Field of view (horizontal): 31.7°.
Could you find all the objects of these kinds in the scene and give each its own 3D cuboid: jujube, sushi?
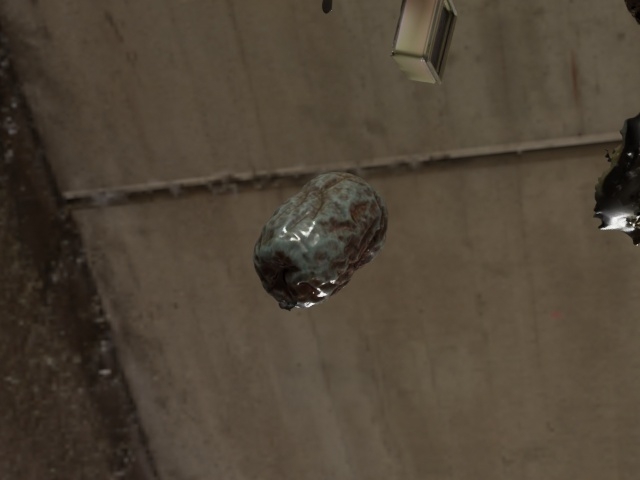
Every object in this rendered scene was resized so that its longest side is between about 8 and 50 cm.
[{"bbox_3d":[0.000,0.000,2.281,0.317,0.226,0.226,-47,136,-39],"label":"jujube"},{"bbox_3d":[0.510,-0.065,1.526,0.219,0.238,0.225,44,-33,42],"label":"sushi"}]

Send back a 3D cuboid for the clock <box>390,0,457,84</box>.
[{"bbox_3d":[0.187,-0.371,2.009,0.192,0.071,0.146,25,78,-75],"label":"clock"}]

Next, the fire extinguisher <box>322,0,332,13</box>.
[{"bbox_3d":[0.038,-0.459,1.910,0.267,0.072,0.089,-67,166,-61],"label":"fire extinguisher"}]

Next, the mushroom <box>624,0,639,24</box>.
[{"bbox_3d":[0.436,-0.314,1.456,0.126,0.085,0.109,48,56,-23],"label":"mushroom"}]
